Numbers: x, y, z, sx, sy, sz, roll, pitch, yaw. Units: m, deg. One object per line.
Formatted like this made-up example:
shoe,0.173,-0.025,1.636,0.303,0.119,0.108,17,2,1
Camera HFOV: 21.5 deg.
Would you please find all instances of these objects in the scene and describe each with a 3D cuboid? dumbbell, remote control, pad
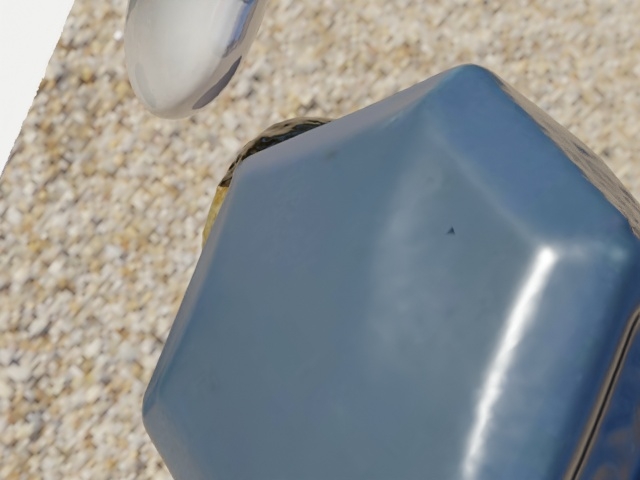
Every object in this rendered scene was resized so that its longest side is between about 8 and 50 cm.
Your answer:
dumbbell,0.097,0.075,0.527,0.316,0.143,0.156,31,17,-45
remote control,-0.090,-0.263,1.465,0.104,0.332,0.221,12,18,-26
pad,-0.203,-0.133,1.049,0.004,0.232,0.156,22,1,-43

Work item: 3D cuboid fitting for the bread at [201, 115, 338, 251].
bread,0.000,0.000,1.574,0.230,0.123,0.230,-4,96,-43
